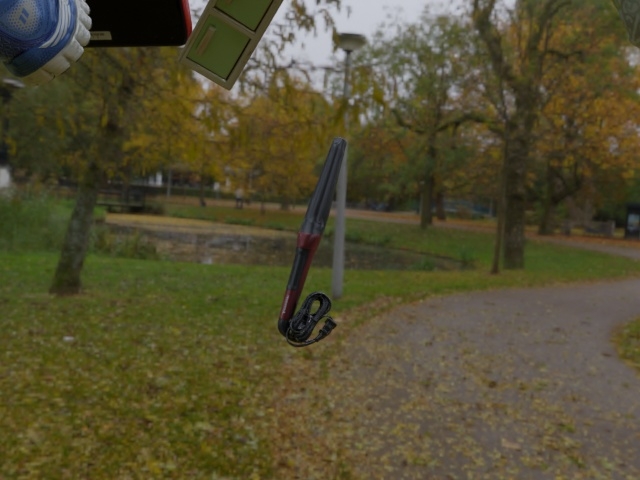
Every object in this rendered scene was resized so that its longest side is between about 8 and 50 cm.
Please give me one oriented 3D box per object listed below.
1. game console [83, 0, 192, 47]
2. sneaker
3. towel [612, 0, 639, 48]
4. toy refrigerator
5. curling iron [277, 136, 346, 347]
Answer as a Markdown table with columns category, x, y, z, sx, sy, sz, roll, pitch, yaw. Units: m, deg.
| category | x | y | z | sx | sy | sz | roll | pitch | yaw |
| --- | --- | --- | --- | --- | --- | --- | --- | --- | --- |
| game console | -0.423 | -0.471 | 1.206 | 0.387 | 0.060 | 0.342 | -1 | -40 | 0 |
| sneaker | -0.330 | -0.324 | 0.741 | 0.130 | 0.330 | 0.147 | -26 | -24 | 14 |
| towel | 0.447 | -0.437 | 0.918 | 0.090 | 0.374 | 0.320 | -30 | 10 | -7 |
| toy refrigerator | -0.121 | -0.386 | 1.180 | 0.102 | 0.269 | 0.094 | 29 | 29 | -16 |
| curling iron | 0.000 | 0.000 | 0.903 | 0.068 | 0.274 | 0.035 | 12 | -18 | -7 |
